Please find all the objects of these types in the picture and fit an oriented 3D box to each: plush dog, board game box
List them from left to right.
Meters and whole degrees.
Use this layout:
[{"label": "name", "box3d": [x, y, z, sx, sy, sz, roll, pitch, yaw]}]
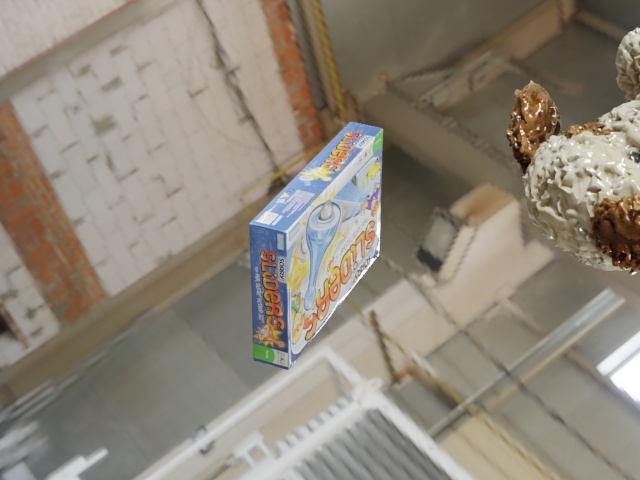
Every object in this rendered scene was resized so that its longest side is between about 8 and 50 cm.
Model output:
[{"label": "board game box", "box3d": [0.000, 0.000, 1.020, 0.035, 0.201, 0.136, 13, -56, 20]}, {"label": "plush dog", "box3d": [0.256, -0.041, 0.879, 0.262, 0.225, 0.210, -133, -138, -58]}]
